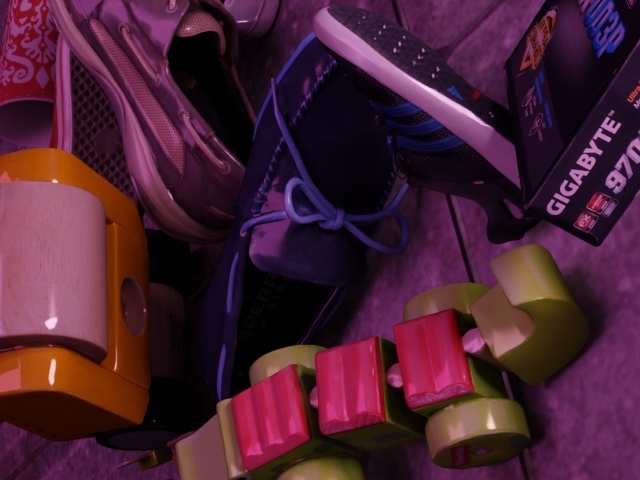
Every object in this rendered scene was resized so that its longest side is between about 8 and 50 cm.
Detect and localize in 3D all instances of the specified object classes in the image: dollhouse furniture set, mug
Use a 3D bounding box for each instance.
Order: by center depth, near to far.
[{"bbox_3d":[-0.144,0.225,1.128,0.151,0.058,0.076,-32,75,51],"label":"dollhouse furniture set"},{"bbox_3d":[-0.345,-0.204,1.519,0.150,0.113,0.169,-31,53,45],"label":"mug"}]

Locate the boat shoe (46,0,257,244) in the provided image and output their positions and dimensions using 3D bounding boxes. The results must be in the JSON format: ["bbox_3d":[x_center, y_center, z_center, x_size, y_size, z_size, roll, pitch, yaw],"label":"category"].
[{"bbox_3d":[-0.134,-0.175,1.143,0.130,0.132,0.355,-29,85,34],"label":"boat shoe"}]

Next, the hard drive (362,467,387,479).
[{"bbox_3d":[-0.043,0.318,0.987,0.210,0.040,0.319,15,92,55],"label":"hard drive"}]

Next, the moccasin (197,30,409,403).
[{"bbox_3d":[0.000,0.000,0.956,0.117,0.137,0.342,-104,27,-53],"label":"moccasin"}]

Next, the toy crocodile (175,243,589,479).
[{"bbox_3d":[0.028,0.107,0.852,0.340,0.105,0.115,-26,58,28],"label":"toy crocodile"}]

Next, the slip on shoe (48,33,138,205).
[{"bbox_3d":[-0.237,-0.152,1.346,0.101,0.123,0.331,10,94,60],"label":"slip on shoe"}]

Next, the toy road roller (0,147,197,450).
[{"bbox_3d":[-0.260,0.079,1.115,0.240,0.329,0.203,-10,68,13],"label":"toy road roller"}]

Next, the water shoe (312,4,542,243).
[{"bbox_3d":[0.066,-0.074,0.834,0.203,0.073,0.080,38,120,7],"label":"water shoe"}]

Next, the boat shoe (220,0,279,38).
[{"bbox_3d":[-0.069,-0.285,1.184,0.066,0.063,0.184,12,91,56],"label":"boat shoe"}]

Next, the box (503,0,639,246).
[{"bbox_3d":[0.174,-0.121,0.714,0.175,0.051,0.220,-59,10,27],"label":"box"}]
